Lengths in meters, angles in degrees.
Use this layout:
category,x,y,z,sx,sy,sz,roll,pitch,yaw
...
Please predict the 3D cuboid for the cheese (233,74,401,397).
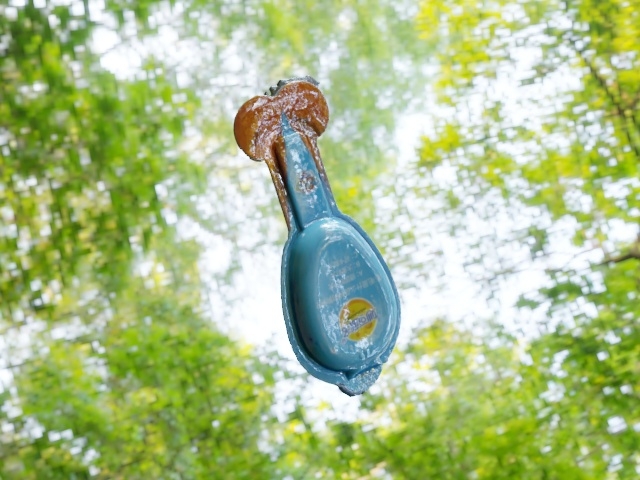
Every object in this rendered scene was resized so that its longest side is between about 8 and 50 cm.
category,x,y,z,sx,sy,sz,roll,pitch,yaw
cheese,0.000,0.000,1.005,0.037,0.106,0.256,-2,-71,59
